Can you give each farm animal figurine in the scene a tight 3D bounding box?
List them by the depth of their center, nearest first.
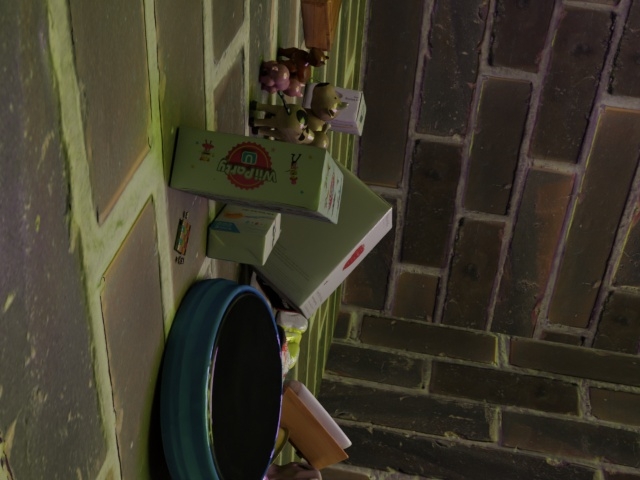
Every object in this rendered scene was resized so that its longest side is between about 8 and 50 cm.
[{"bbox_3d":[-0.033,-0.249,1.942,0.330,0.172,0.327,-74,170,-49],"label":"farm animal figurine"}]

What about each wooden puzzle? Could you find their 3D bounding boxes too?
[{"bbox_3d":[-0.214,-0.004,1.415,0.049,0.006,0.083,68,31,-77],"label":"wooden puzzle"}]

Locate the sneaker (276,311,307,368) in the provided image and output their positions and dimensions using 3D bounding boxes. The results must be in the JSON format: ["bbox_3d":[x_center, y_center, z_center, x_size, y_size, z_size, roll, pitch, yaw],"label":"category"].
[{"bbox_3d":[-0.103,0.285,2.526,0.240,0.091,0.126,-74,-172,-53],"label":"sneaker"}]

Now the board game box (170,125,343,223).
[{"bbox_3d":[-0.087,-0.097,1.445,0.303,0.224,0.098,10,89,-84],"label":"board game box"}]

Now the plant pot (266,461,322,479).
[{"bbox_3d":[-0.103,0.706,2.168,0.334,0.333,0.306,-31,117,-82],"label":"plant pot"}]

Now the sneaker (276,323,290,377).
[{"bbox_3d":[-0.129,0.356,2.270,0.145,0.090,0.270,82,15,-60],"label":"sneaker"}]

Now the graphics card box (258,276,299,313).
[{"bbox_3d":[-0.074,0.040,2.320,0.371,0.094,0.233,78,22,-75],"label":"graphics card box"}]

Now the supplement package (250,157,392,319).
[{"bbox_3d":[0.000,0.000,1.994,0.293,0.175,0.177,-47,167,-6],"label":"supplement package"}]

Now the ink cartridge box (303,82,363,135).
[{"bbox_3d":[0.041,-0.363,2.525,0.212,0.154,0.093,48,53,-83],"label":"ink cartridge box"}]

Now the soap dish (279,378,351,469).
[{"bbox_3d":[-0.048,0.473,2.354,0.118,0.229,0.291,-40,-178,-11],"label":"soap dish"}]

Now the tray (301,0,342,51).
[{"bbox_3d":[0.029,-0.713,2.323,0.203,0.076,0.411,84,15,-67],"label":"tray"}]

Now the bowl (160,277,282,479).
[{"bbox_3d":[-0.156,0.261,1.572,0.391,0.077,0.391,-1,90,-73],"label":"bowl"}]

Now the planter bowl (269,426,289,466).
[{"bbox_3d":[-0.172,0.415,1.790,0.217,0.090,0.217,-40,-172,7],"label":"planter bowl"}]

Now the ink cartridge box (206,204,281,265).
[{"bbox_3d":[-0.134,-0.022,1.666,0.181,0.104,0.062,-68,166,-67],"label":"ink cartridge box"}]

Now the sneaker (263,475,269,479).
[{"bbox_3d":[-0.204,0.567,1.942,0.152,0.114,0.305,-33,159,-30],"label":"sneaker"}]
